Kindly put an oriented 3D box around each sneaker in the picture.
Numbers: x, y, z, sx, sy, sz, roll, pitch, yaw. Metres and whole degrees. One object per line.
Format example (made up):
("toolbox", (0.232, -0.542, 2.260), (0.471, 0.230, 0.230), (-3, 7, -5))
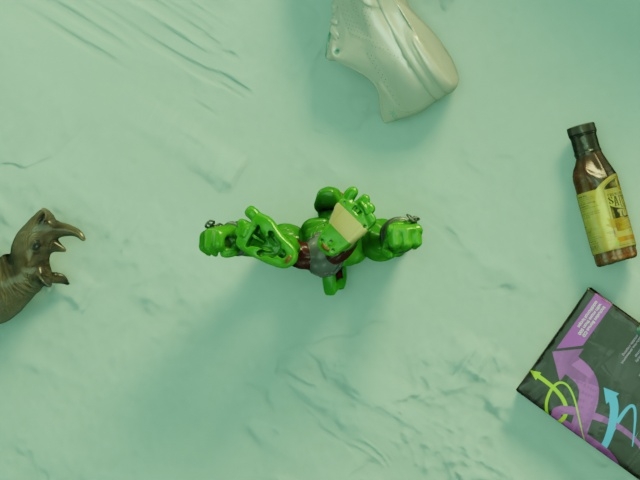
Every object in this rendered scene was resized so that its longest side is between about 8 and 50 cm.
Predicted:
("sneaker", (0.034, -0.207, 1.711), (0.094, 0.080, 0.212), (-32, 84, 24))

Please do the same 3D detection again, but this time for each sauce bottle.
("sauce bottle", (0.249, -0.042, 1.670), (0.042, 0.042, 0.128), (-16, 88, 13))

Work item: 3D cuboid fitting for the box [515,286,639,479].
("box", (0.273, 0.135, 1.671), (0.162, 0.029, 0.116), (35, 98, 10))

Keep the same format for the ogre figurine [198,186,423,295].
("ogre figurine", (0.000, 0.000, 1.693), (0.197, 0.118, 0.097), (-22, 81, 12))

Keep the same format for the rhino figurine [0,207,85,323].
("rhino figurine", (-0.335, 0.033, 1.800), (0.243, 0.073, 0.106), (-18, 82, 12))

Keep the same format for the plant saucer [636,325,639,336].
("plant saucer", (0.370, 0.041, 1.637), (0.192, 0.018, 0.067), (-41, 80, 1))
